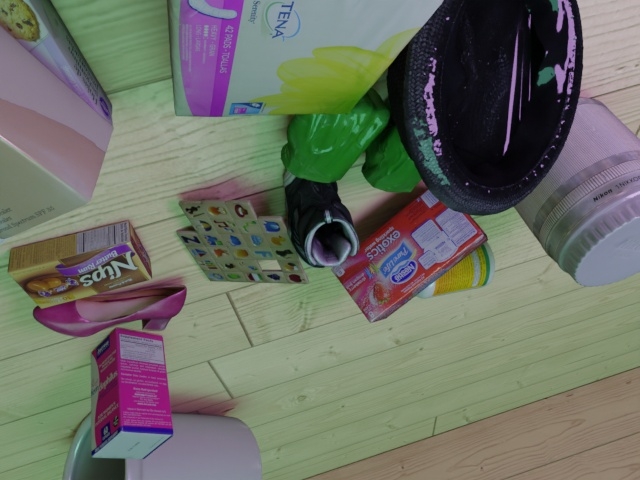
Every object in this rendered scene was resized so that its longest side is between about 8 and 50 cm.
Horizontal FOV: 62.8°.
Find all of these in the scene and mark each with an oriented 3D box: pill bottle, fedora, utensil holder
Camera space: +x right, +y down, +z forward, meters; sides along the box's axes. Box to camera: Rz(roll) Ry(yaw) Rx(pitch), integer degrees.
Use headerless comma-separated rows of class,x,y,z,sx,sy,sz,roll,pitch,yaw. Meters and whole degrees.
pill bottle,0.247,0.058,1.107,0.209,0.117,0.117,-9,141,-14
fedora,0.186,-0.204,0.671,0.334,0.153,0.333,-8,106,-30
utensil holder,-0.387,0.594,1.316,0.386,0.327,0.328,19,128,-42

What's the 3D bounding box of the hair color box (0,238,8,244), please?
hair color box,-0.463,-0.058,0.673,0.093,0.053,0.167,-32,152,15

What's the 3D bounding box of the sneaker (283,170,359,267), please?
sneaker,0.000,0.000,0.893,0.102,0.153,0.268,-15,142,-6

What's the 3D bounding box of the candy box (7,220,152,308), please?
candy box,-0.383,0.040,0.853,0.187,0.053,0.109,-13,142,-7

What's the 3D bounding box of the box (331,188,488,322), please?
box,0.166,0.026,0.973,0.257,0.128,0.123,-41,162,14

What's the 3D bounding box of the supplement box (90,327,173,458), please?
supplement box,-0.376,0.300,1.038,0.114,0.220,0.111,24,124,-41

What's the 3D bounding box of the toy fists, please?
toy fists,0.079,-0.158,0.787,0.279,0.096,0.142,5,143,-32

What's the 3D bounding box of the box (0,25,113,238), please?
box,-0.368,-0.145,0.487,0.148,0.121,0.311,-19,141,22

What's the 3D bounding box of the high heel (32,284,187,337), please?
high heel,-0.363,0.111,0.927,0.244,0.082,0.117,14,127,-34

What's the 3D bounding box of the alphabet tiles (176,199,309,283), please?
alphabet tiles,-0.140,0.009,0.893,0.199,0.009,0.237,1,144,15

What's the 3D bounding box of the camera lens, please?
camera lens,0.444,-0.088,0.886,0.220,0.274,0.219,-13,142,-10

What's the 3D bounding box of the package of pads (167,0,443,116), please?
package of pads,-0.032,-0.212,0.519,0.230,0.101,0.296,-5,174,-14

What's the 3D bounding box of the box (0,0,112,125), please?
box,-0.315,-0.237,0.532,0.067,0.063,0.323,-16,143,-2
